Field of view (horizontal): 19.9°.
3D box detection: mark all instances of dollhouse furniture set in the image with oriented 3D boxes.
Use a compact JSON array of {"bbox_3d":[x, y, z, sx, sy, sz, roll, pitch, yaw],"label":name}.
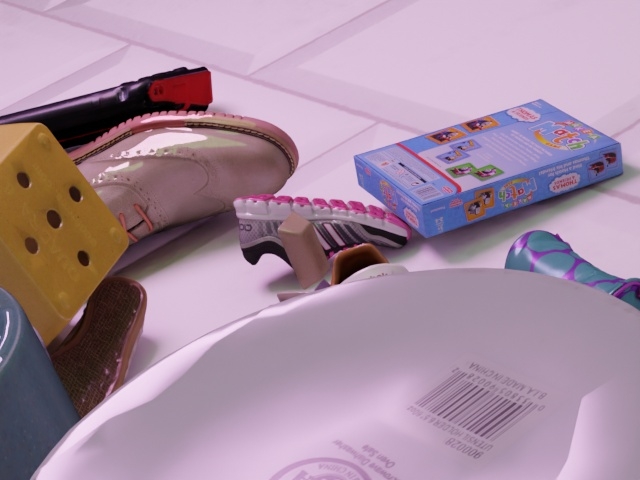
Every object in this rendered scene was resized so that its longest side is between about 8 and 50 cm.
[{"bbox_3d":[-0.019,0.019,1.640,0.081,0.114,0.091,-4,32,35],"label":"dollhouse furniture set"}]

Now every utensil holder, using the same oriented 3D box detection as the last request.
[{"bbox_3d":[0.057,0.253,0.840,0.327,0.385,0.327,-15,27,8],"label":"utensil holder"}]

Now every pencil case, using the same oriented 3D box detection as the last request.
[{"bbox_3d":[0.213,0.041,1.507,0.070,0.064,0.151,-41,31,-9],"label":"pencil case"}]

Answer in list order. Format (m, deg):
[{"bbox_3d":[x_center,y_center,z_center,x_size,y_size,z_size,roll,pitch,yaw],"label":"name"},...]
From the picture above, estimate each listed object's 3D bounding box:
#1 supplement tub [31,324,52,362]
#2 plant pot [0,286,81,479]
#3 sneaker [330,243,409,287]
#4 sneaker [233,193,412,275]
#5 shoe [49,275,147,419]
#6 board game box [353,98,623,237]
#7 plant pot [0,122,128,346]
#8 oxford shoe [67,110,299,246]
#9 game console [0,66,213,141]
[{"bbox_3d":[-0.241,0.165,1.407,0.117,0.190,0.117,-14,28,7],"label":"supplement tub"},{"bbox_3d":[-0.248,0.223,1.143,0.341,0.334,0.341,-14,26,7],"label":"plant pot"},{"bbox_3d":[0.048,0.097,1.440,0.106,0.123,0.290,-18,28,-4],"label":"sneaker"},{"bbox_3d":[0.000,0.000,1.728,0.170,0.075,0.063,5,9,-2],"label":"sneaker"},{"bbox_3d":[-0.209,0.120,1.638,0.076,0.058,0.219,20,40,5],"label":"shoe"},{"bbox_3d":[0.160,-0.074,1.762,0.211,0.039,0.160,-18,26,-16],"label":"board game box"},{"bbox_3d":[-0.304,0.013,1.658,0.187,0.212,0.212,-25,20,32],"label":"plant pot"},{"bbox_3d":[-0.210,-0.023,1.855,0.397,0.140,0.146,-13,47,16],"label":"oxford shoe"},{"bbox_3d":[-0.325,-0.129,2.029,0.386,0.060,0.342,-14,1,9],"label":"game console"}]
